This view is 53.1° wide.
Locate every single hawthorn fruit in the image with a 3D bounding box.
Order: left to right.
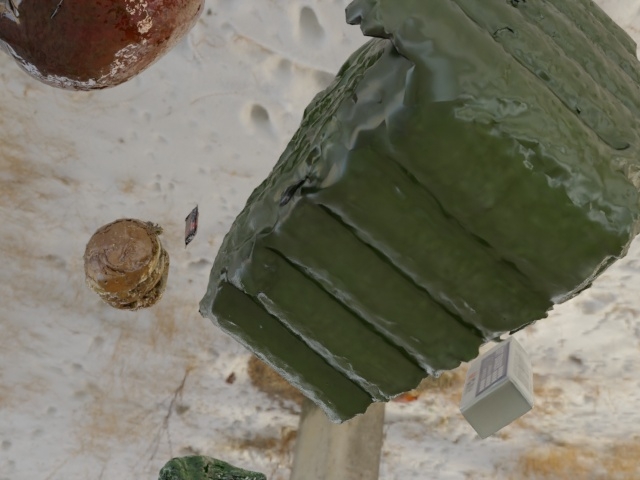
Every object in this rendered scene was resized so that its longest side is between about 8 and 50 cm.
[{"bbox_3d":[-0.295,-0.369,0.899,0.285,0.369,0.284,27,135,30],"label":"hawthorn fruit"}]

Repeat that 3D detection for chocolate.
[{"bbox_3d":[-0.344,-0.036,1.714,0.028,0.085,0.182,8,161,-22],"label":"chocolate"}]

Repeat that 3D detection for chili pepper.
[{"bbox_3d":[-0.212,0.476,1.267,0.253,0.099,0.083,21,108,-41],"label":"chili pepper"}]

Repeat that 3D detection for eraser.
[{"bbox_3d":[0.367,0.294,1.320,0.124,0.279,0.081,-41,85,19],"label":"eraser"}]

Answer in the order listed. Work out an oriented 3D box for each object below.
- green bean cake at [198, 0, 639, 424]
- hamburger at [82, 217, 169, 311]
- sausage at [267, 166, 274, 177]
[{"bbox_3d":[0.066,-0.055,0.506,0.218,0.335,0.319,41,131,-5],"label":"green bean cake"},{"bbox_3d":[-0.541,0.058,1.808,0.245,0.260,0.211,41,166,18],"label":"hamburger"},{"bbox_3d":[0.000,0.000,0.960,0.053,0.053,0.347,-4,146,20],"label":"sausage"}]
